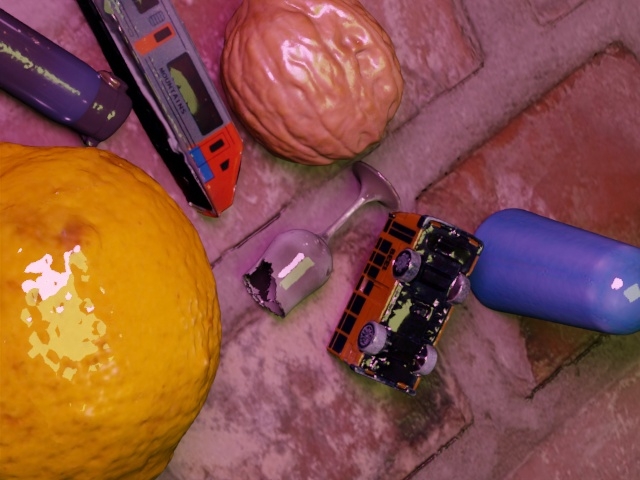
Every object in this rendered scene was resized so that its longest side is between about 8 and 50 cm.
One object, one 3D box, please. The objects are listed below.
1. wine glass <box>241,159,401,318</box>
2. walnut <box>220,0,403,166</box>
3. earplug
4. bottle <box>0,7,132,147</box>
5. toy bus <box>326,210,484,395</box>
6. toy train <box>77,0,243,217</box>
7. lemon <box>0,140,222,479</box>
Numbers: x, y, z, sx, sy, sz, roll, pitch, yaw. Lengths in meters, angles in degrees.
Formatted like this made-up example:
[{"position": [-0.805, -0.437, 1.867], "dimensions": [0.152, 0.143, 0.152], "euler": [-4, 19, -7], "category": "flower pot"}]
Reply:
[{"position": [0.000, 0.000, 1.855], "dimensions": [0.195, 0.079, 0.079], "euler": [-45, 115, -16], "category": "wine glass"}, {"position": [-0.014, -0.188, 1.761], "dimensions": [0.213, 0.213, 0.213], "euler": [-5, 100, -27], "category": "walnut"}, {"position": [0.301, 0.044, 1.909], "dimensions": [0.132, 0.273, 0.132], "euler": [-5, 101, -28], "category": "earplug"}, {"position": [-0.306, -0.186, 1.667], "dimensions": [0.244, 0.072, 0.082], "euler": [34, 92, -28], "category": "bottle"}, {"position": [0.099, 0.067, 1.897], "dimensions": [0.098, 0.114, 0.201], "euler": [24, 92, -28], "category": "toy bus"}, {"position": [-0.186, -0.216, 1.719], "dimensions": [0.089, 0.086, 0.409], "euler": [-36, 112, -21], "category": "toy train"}, {"position": [-0.266, 0.090, 1.582], "dimensions": [0.350, 0.350, 0.387], "euler": [-22, 101, -23], "category": "lemon"}]
